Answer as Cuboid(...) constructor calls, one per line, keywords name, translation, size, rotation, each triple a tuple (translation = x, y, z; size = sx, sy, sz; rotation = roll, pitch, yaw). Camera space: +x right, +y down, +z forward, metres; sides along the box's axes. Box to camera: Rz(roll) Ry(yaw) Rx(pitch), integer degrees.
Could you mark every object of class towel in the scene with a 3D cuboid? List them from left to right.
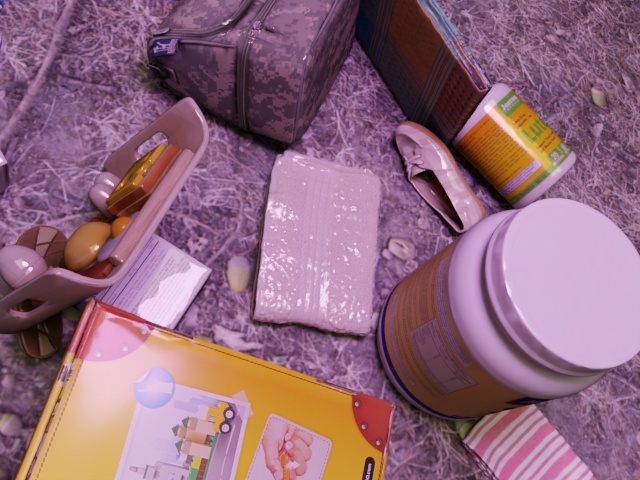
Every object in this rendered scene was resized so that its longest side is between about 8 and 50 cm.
Cuboid(name="towel", translation=(0.000, 0.000, 0.977), size=(0.187, 0.049, 0.282), rotation=(11, 66, -14))
Cuboid(name="towel", translation=(0.135, -0.337, 1.043), size=(0.040, 0.271, 0.370), rotation=(-29, 80, -10))
Cuboid(name="towel", translation=(0.322, 0.336, 0.963), size=(0.144, 0.029, 0.197), rotation=(-35, 83, -29))

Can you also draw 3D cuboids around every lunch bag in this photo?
Cuboid(name="lunch bag", translation=(-0.098, -0.331, 1.000), size=(0.255, 0.213, 0.305), rotation=(20, 61, 8))

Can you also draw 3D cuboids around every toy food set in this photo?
Cuboid(name="toy food set", translation=(-0.272, -0.035, 0.761), size=(0.092, 0.219, 0.306), rotation=(44, 44, -25))

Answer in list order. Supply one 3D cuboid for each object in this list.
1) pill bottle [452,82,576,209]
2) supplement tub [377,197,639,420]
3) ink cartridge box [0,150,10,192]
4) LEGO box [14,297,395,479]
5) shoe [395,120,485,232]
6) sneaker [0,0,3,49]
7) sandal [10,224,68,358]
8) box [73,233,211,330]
Cuboid(name="pill bottle", translation=(0.310, -0.185, 1.113), size=(0.246, 0.136, 0.136), rotation=(46, 62, 3))
Cuboid(name="supplement tub", translation=(0.241, 0.103, 0.858), size=(0.240, 0.331, 0.241), rotation=(7, 67, -16))
Cuboid(name="ink cartridge box", translation=(-0.557, -0.166, 0.766), size=(0.223, 0.129, 0.308), rotation=(-30, 94, -27))
Cuboid(name="LEGO box", translation=(-0.161, 0.367, 0.665), size=(0.372, 0.193, 0.500), rotation=(23, 63, -17))
Cuboid(name="shoe", translation=(0.194, -0.107, 1.074), size=(0.058, 0.076, 0.219), rotation=(-35, 85, -32))
Cuboid(name="sneaker", translation=(-0.496, -0.383, 0.936), size=(0.126, 0.091, 0.240), rotation=(-28, 79, -27))
Cuboid(name="sandal", translation=(-0.366, 0.065, 0.819), size=(0.072, 0.049, 0.180), rotation=(14, 62, -44))
Cuboid(name="box", translation=(-0.240, 0.063, 0.852), size=(0.137, 0.072, 0.126), rotation=(33, 62, -5))
